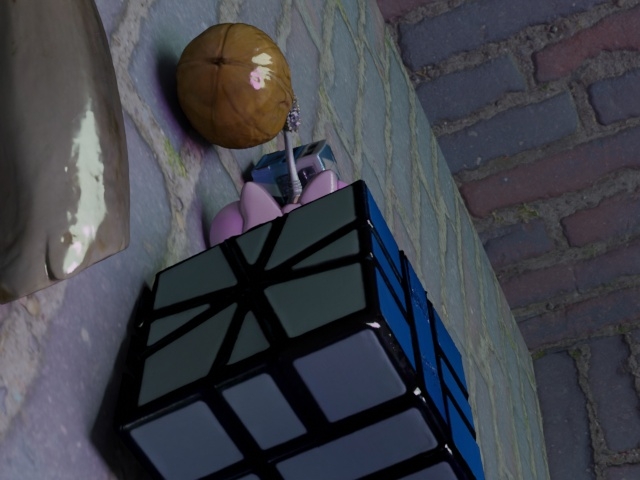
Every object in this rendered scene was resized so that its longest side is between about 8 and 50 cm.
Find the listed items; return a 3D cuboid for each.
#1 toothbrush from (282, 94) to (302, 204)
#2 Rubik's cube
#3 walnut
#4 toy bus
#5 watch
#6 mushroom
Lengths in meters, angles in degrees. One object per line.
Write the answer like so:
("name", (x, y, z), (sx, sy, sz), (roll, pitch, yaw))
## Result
("toothbrush", (-0.036, -0.035, 1.693), (0.037, 0.028, 0.375), (29, -54, 57))
("Rubik's cube", (-0.014, 0.156, 1.210), (0.283, 0.293, 0.288), (57, 17, -27))
("walnut", (-0.116, -0.209, 1.560), (0.197, 0.165, 0.165), (28, 46, -73))
("toy bus", (0.000, 0.000, 1.772), (0.106, 0.131, 0.297), (-65, 134, -67))
("watch", (-0.035, 0.047, 1.572), (0.217, 0.210, 0.249), (87, -4, -82))
("mushroom", (-0.252, -0.131, 1.075), (0.154, 0.137, 0.408), (17, 62, -56))
